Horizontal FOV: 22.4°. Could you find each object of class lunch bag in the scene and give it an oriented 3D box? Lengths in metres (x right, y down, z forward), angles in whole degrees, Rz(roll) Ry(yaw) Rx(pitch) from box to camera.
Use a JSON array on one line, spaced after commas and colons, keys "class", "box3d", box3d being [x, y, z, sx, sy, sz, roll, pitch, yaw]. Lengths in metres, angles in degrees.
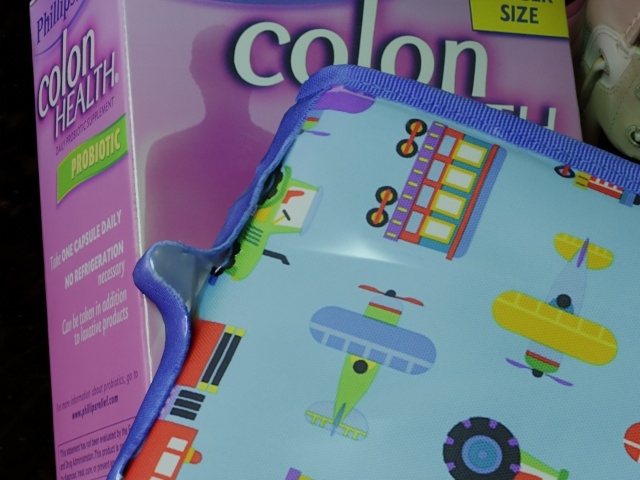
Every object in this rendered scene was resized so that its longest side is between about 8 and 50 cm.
[{"class": "lunch bag", "box3d": [0.066, 0.075, 0.574, 0.221, 0.293, 0.138, -65, 5, -22]}]

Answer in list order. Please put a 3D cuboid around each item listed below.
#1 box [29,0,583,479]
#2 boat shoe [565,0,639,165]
[{"class": "box", "box3d": [0.000, 0.000, 0.691, 0.117, 0.214, 0.243, -28, 64, 59]}, {"class": "boat shoe", "box3d": [0.166, -0.086, 0.728, 0.302, 0.109, 0.098, 120, 140, -77]}]
